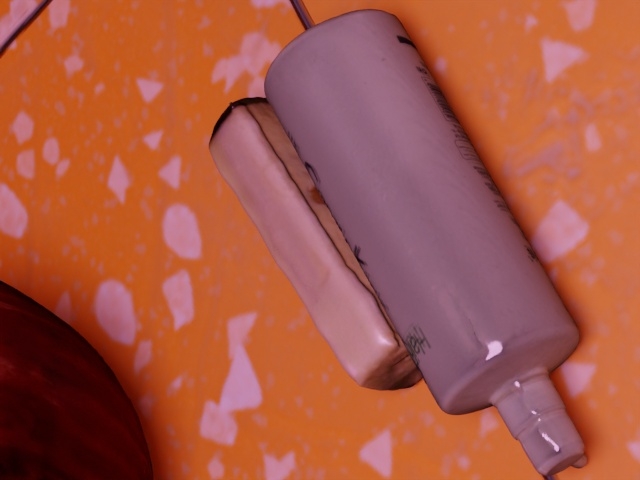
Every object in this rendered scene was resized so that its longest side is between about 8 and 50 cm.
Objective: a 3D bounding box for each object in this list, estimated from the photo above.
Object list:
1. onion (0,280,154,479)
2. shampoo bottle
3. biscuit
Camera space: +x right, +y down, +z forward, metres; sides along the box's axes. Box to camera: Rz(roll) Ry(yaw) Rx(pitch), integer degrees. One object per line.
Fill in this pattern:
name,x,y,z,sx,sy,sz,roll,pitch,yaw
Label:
onion,-0.250,0.164,0.983,0.341,0.341,0.341,-1,88,39
shampoo bottle,0.062,0.003,0.860,0.085,0.085,0.262,-42,65,31
biscuit,0.000,0.000,0.929,0.052,0.056,0.188,-47,63,27
